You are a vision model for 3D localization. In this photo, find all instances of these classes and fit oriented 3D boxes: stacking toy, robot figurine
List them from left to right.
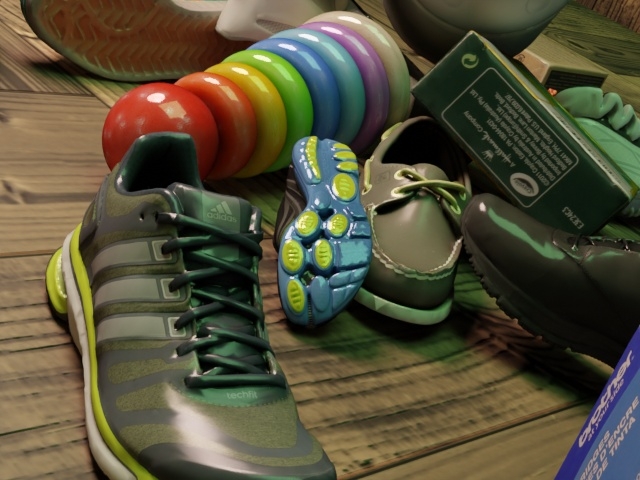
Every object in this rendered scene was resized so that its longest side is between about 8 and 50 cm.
[{"bbox_3d":[-0.054,-0.108,0.983,0.141,0.141,0.330,31,30,20],"label":"stacking toy"},{"bbox_3d":[0.165,-0.294,1.197,0.300,0.200,0.353,-11,-3,-2],"label":"robot figurine"}]

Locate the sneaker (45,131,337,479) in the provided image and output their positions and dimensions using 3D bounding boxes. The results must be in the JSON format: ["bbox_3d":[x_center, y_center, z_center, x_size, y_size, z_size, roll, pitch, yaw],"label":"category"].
[{"bbox_3d":[-0.073,0.039,0.627,0.111,0.121,0.300,7,27,-34],"label":"sneaker"}]

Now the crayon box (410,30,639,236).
[{"bbox_3d":[0.215,-0.092,1.145,0.203,0.083,0.323,49,16,9],"label":"crayon box"}]

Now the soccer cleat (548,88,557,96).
[{"bbox_3d":[0.337,-0.115,1.481,0.196,0.076,0.068,41,58,7],"label":"soccer cleat"}]

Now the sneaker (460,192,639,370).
[{"bbox_3d":[0.239,0.040,0.882,0.286,0.130,0.109,35,24,3],"label":"sneaker"}]

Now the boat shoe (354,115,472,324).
[{"bbox_3d":[0.074,-0.026,0.965,0.109,0.091,0.305,22,21,-3],"label":"boat shoe"}]

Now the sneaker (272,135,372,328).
[{"bbox_3d":[0.000,0.000,0.862,0.067,0.078,0.188,8,39,-6],"label":"sneaker"}]

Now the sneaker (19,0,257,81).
[{"bbox_3d":[-0.188,-0.225,1.168,0.121,0.108,0.302,32,18,36],"label":"sneaker"}]

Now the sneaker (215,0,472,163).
[{"bbox_3d":[0.024,-0.164,1.224,0.330,0.146,0.122,41,9,-27],"label":"sneaker"}]

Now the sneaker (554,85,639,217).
[{"bbox_3d":[0.386,-0.072,1.378,0.292,0.118,0.110,24,-16,-18],"label":"sneaker"}]

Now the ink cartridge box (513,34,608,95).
[{"bbox_3d":[0.289,-0.275,1.766,0.234,0.088,0.193,37,24,33],"label":"ink cartridge box"}]

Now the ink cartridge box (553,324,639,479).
[{"bbox_3d":[0.255,0.197,0.550,0.270,0.151,0.395,24,23,1],"label":"ink cartridge box"}]
